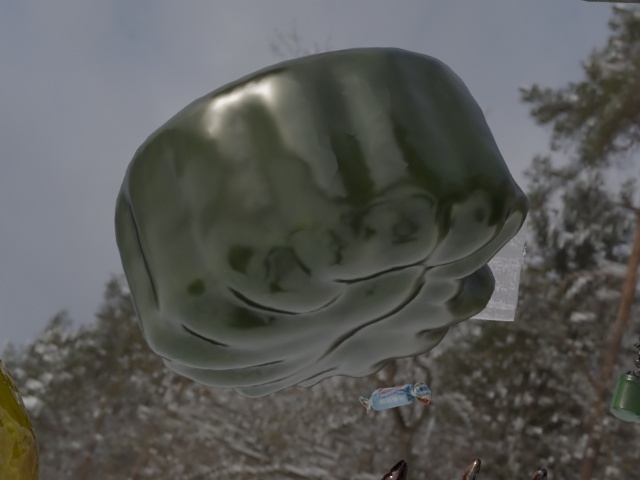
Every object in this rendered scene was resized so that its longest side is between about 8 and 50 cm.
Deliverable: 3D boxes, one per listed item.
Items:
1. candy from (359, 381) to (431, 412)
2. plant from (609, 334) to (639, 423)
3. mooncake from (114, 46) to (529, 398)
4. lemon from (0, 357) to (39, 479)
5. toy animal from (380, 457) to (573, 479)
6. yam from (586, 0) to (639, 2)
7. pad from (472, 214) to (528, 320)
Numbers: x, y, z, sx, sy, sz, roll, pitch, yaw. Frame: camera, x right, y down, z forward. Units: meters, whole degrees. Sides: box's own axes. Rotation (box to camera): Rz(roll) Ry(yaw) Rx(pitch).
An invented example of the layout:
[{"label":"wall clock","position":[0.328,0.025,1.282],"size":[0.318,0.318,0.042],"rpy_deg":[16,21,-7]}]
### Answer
[{"label":"candy","position":[0.082,0.171,1.349],"size":[0.083,0.020,0.030],"rpy_deg":[-19,-78,28]},{"label":"plant","position":[0.375,0.161,1.465],"size":[0.051,0.102,0.051],"rpy_deg":[22,-18,8]},{"label":"mooncake","position":[0.000,0.000,1.049],"size":[0.351,0.187,0.351],"rpy_deg":[-15,-21,-6]},{"label":"lemon","position":[-0.311,0.137,0.658],"size":[0.336,0.336,0.336],"rpy_deg":[18,-24,8]},{"label":"toy animal","position":[0.045,0.225,0.816],"size":[0.087,0.260,0.243],"rpy_deg":[27,7,-21]},{"label":"yam","position":[0.229,-0.217,0.757],"size":[0.255,0.154,0.154],"rpy_deg":[-3,-26,0]},{"label":"pad","position":[0.167,0.021,1.582],"size":[0.232,0.156,0.004],"rpy_deg":[8,0,-29]}]
